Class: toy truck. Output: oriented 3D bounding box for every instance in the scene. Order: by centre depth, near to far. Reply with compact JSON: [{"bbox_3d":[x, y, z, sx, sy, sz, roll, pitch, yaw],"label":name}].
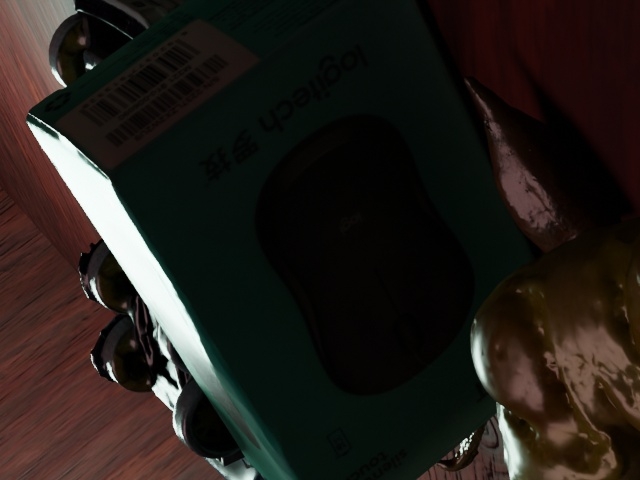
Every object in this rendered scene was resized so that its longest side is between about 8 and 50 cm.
[{"bbox_3d":[-0.060,0.001,1.120,0.146,0.175,0.367,33,136,53],"label":"toy truck"}]

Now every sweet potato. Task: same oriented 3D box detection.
[{"bbox_3d":[0.107,-0.037,0.861,0.117,0.049,0.049,51,167,-15],"label":"sweet potato"}]

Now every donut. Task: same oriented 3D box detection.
[{"bbox_3d":[0.178,0.111,0.687,0.208,0.128,0.261,-9,96,48],"label":"donut"}]

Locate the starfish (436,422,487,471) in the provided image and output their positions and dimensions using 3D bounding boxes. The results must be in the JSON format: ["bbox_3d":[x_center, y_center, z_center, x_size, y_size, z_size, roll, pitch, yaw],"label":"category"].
[{"bbox_3d":[0.078,0.090,1.246,0.146,0.074,0.190,50,166,17],"label":"starfish"}]

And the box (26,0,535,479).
[{"bbox_3d":[0.000,0.000,0.990,0.118,0.205,0.311,38,160,53],"label":"box"}]
